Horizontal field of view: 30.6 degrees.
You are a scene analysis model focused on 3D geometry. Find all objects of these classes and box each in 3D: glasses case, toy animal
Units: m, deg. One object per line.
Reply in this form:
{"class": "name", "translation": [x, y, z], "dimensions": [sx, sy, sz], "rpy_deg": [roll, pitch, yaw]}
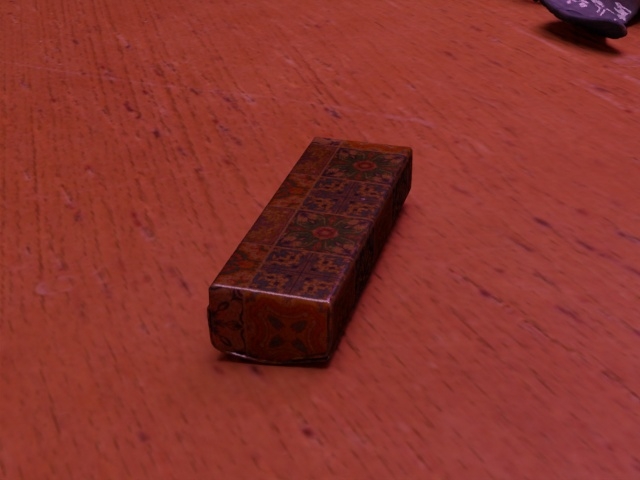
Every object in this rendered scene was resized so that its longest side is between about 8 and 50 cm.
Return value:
{"class": "glasses case", "translation": [0.000, 0.000, 0.753], "dimensions": [0.075, 0.049, 0.218], "rpy_deg": [8, 30, 14]}
{"class": "toy animal", "translation": [0.308, -0.264, 1.172], "dimensions": [0.239, 0.176, 0.255], "rpy_deg": [-30, 69, -32]}
